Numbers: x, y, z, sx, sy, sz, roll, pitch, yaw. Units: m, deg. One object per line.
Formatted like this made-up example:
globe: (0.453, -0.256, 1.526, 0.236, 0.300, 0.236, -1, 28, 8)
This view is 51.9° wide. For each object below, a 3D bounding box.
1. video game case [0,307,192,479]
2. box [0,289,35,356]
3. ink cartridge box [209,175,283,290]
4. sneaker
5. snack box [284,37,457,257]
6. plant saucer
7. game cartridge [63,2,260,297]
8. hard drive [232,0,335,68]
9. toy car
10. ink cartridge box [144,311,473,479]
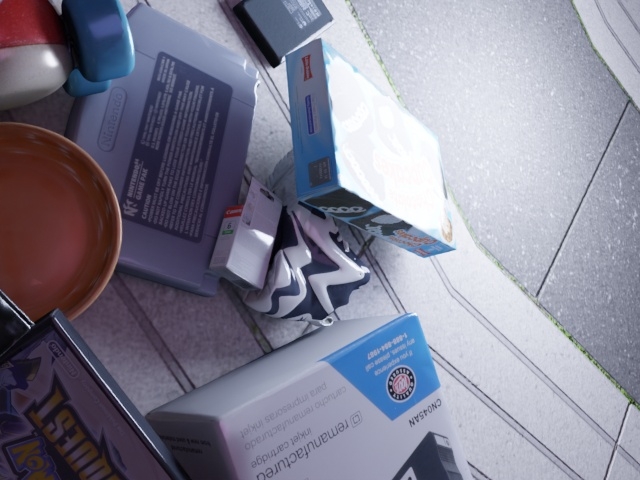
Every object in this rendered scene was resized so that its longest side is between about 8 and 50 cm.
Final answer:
video game case: (-0.239, 0.236, 0.536, 0.248, 0.035, 0.275, -35, 102, -6)
box: (-0.332, 0.124, 0.385, 0.079, 0.322, 0.257, 53, 54, -17)
ink cartridge box: (-0.082, -0.008, 0.742, 0.063, 0.029, 0.115, 39, 54, -44)
sneaker: (0.000, 0.000, 0.828, 0.153, 0.094, 0.235, 32, 54, -37)
snack box: (0.076, -0.101, 0.852, 0.322, 0.060, 0.187, 21, 57, -54)
plant saucer: (-0.285, -0.007, 0.601, 0.200, 0.037, 0.200, 2, 81, -16)
game cartridge: (-0.178, -0.103, 0.734, 0.198, 0.062, 0.297, 20, 68, -29)
hard drive: (-0.047, -0.308, 0.902, 0.094, 0.022, 0.135, 54, 53, -15)
toy car: (-0.303, -0.223, 0.533, 0.219, 0.210, 0.238, -20, 104, -25)
ink cartridge box: (0.026, 0.314, 0.724, 0.285, 0.166, 0.395, -22, 94, -39)
